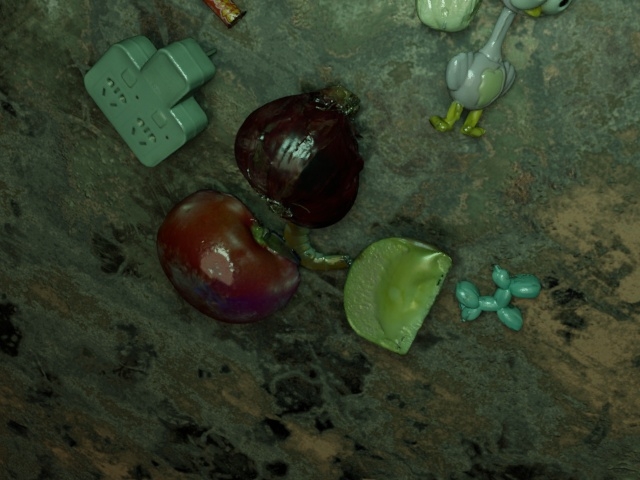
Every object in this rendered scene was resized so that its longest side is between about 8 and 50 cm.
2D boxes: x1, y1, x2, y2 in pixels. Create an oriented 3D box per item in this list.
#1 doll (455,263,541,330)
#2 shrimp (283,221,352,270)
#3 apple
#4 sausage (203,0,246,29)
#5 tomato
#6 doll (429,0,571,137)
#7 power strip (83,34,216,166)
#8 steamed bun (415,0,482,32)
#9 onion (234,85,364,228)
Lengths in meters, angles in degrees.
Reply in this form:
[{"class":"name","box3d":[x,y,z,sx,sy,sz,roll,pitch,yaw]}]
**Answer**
[{"class":"doll","box3d":[0.360,0.122,1.321,0.158,0.059,0.159,24,121,1]},{"class":"shrimp","box3d":[0.000,0.000,1.367,0.166,0.049,0.161,20,122,4]},{"class":"apple","box3d":[0.156,0.092,1.333,0.193,0.120,0.265,28,118,15]},{"class":"sausage","box3d":[-0.206,-0.468,1.192,0.050,0.048,0.145,-40,98,23]},{"class":"tomato","box3d":[-0.227,0.072,1.377,0.335,0.176,0.289,47,130,-9]},{"class":"doll","box3d":[0.308,-0.343,1.062,0.160,0.094,0.365,3,132,-35]},{"class":"power strip","box3d":[-0.316,-0.307,1.273,0.261,0.141,0.229,-26,106,40]},{"class":"steamed bun","box3d":[0.220,-0.423,1.068,0.112,0.091,0.130,20,120,14]},{"class":"onion","box3d":[-0.028,-0.145,1.212,0.221,0.280,0.281,21,132,56]}]
